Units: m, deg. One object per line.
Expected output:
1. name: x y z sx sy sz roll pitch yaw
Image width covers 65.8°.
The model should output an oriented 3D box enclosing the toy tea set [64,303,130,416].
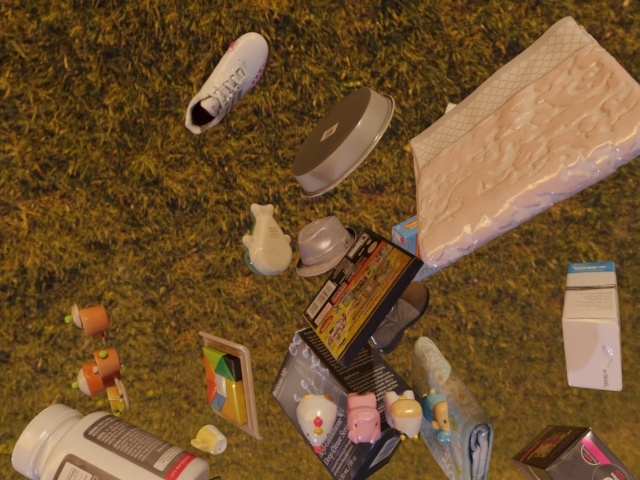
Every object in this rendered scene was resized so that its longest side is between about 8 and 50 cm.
1. toy tea set: -0.612 0.311 1.315 0.125 0.200 0.335 -16 112 -27

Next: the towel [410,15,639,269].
1. towel: 0.274 -0.148 0.723 0.053 0.316 0.332 35 127 -27

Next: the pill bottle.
1. pill bottle: -0.381 0.423 0.900 0.319 0.176 0.176 21 131 11

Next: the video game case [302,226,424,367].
1. video game case: 0.085 0.116 1.131 0.035 0.248 0.274 36 91 -25

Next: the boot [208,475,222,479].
1. boot: -0.223 0.667 1.253 0.083 0.161 0.246 -41 152 4

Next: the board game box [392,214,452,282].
1. board game box: 0.443 0.017 2.055 0.302 0.086 0.308 -25 136 -18

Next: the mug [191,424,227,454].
1. mug: -0.266 0.493 1.200 0.078 0.064 0.062 -30 114 -38

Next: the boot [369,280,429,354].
1. boot: 0.264 0.228 1.798 0.118 0.338 0.222 6 140 46

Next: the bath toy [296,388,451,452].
1. bath toy: 0.118 0.420 1.154 0.349 0.128 0.151 -2 152 0

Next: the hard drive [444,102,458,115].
1. hard drive: 0.464 -0.231 1.329 0.308 0.040 0.202 22 114 24

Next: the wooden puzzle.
1. wooden puzzle: -0.225 0.345 1.186 0.044 0.221 0.238 -16 101 -38

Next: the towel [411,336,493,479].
1. towel: 0.361 0.512 1.426 0.090 0.320 0.374 -17 126 -14

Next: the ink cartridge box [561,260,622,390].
1. ink cartridge box: 0.496 0.149 0.901 0.086 0.203 0.148 -3 113 32

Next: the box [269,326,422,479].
1. box: 0.070 0.483 1.515 0.212 0.395 0.293 -10 132 -43

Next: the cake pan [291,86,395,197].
1. cake pan: 0.039 -0.227 1.106 0.054 0.293 0.293 38 116 -24

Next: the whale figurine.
1. whale figurine: -0.212 0.001 1.836 0.217 0.271 0.141 -4 168 -44

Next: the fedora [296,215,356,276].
1. fedora: 0.000 0.000 1.829 0.244 0.275 0.124 -6 122 47

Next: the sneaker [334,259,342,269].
1. sneaker: 0.163 0.235 2.045 0.125 0.180 0.320 -31 117 -29

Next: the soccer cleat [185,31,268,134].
1. soccer cleat: -0.260 -0.419 1.370 0.116 0.143 0.331 35 121 -21

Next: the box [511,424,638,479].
1. box: 0.584 0.539 1.146 0.143 0.165 0.270 -38 163 -8
